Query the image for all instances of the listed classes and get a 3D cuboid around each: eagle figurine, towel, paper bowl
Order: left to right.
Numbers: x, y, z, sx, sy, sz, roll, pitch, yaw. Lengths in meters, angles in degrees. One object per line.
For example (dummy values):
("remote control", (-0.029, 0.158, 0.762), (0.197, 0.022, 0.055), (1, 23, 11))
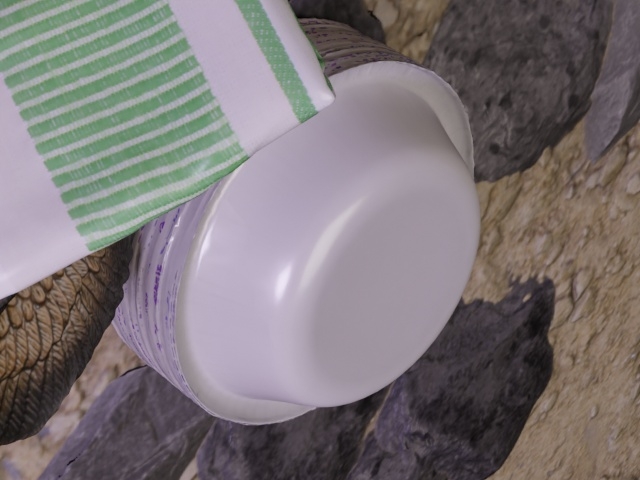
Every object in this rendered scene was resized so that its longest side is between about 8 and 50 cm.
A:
("towel", (-0.185, -0.085, 0.601), (0.324, 0.248, 0.038), (-27, 178, -1))
("eagle figurine", (-0.198, 0.019, 0.763), (0.298, 0.226, 0.225), (-38, 120, -15))
("paper bowl", (0.000, 0.000, 1.003), (0.284, 0.148, 0.284), (-27, 134, -33))
